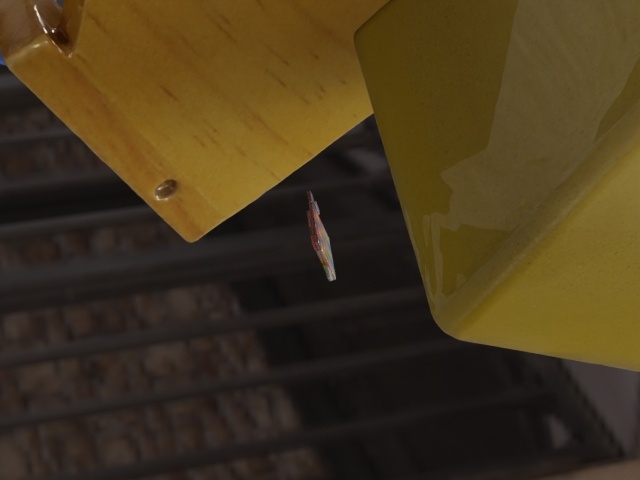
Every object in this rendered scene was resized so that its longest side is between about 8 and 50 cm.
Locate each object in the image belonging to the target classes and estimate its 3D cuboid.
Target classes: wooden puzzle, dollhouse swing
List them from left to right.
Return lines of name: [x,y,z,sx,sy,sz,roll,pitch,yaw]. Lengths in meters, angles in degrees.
dollhouse swing: [-0.039,-0.235,1.206,0.305,0.347,0.315,57,6,36]
wooden puzzle: [0.000,0.000,1.632,0.049,0.006,0.083,65,11,-45]

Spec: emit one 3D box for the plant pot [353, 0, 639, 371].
plant pot: [0.172,-0.072,1.014,0.187,0.212,0.212,-49,-138,39]

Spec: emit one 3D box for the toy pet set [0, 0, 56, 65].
toy pet set: [-0.265,-0.181,1.498,0.065,0.114,0.122,-112,-145,-85]
